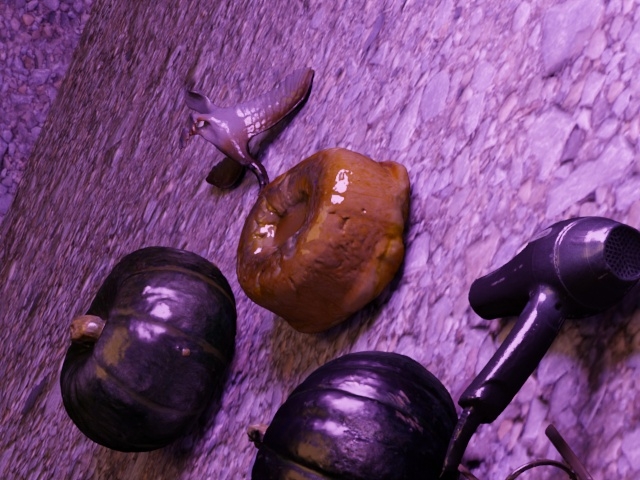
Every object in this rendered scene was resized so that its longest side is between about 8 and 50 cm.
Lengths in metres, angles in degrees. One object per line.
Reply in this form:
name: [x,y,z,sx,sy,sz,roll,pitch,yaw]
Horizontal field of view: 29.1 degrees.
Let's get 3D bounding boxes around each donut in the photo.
donut: [0.000,0.000,1.515,0.261,0.128,0.208,-34,39,48]

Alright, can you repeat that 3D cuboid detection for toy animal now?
toy animal: [-0.141,-0.144,1.908,0.272,0.160,0.197,-51,30,39]

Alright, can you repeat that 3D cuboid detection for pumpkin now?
pumpkin: [0.027,0.219,1.158,0.216,0.250,0.250,22,85,21]
pumpkin: [-0.249,0.148,1.743,0.300,0.207,0.300,-52,19,27]

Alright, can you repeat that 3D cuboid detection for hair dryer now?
hair dryer: [0.160,0.095,1.107,0.272,0.091,0.235,-49,10,-27]

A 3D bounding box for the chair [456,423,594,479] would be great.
chair: [0.189,0.231,0.994,0.221,0.095,0.104,38,112,63]
